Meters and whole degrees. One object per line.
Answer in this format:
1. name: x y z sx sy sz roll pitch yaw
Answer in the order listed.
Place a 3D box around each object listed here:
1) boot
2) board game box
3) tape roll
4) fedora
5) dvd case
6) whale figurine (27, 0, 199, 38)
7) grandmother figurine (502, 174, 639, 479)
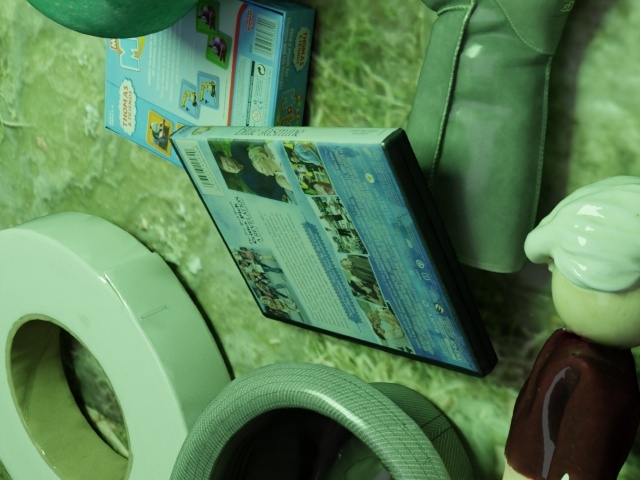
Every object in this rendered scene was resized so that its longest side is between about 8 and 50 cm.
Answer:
1. boot: 0.073 -0.103 0.606 0.189 0.076 0.208 34 133 34
2. board game box: -0.100 -0.135 0.778 0.211 0.039 0.160 28 123 34
3. tape roll: -0.239 0.160 0.989 0.392 0.072 0.392 17 118 36
4. fedora: 0.015 0.206 0.730 0.244 0.124 0.275 45 124 20
5. dvd case: 0.000 0.000 0.678 0.253 0.022 0.180 9 132 51
6. whale figurine: -0.091 -0.231 0.646 0.272 0.216 0.141 -18 122 23
7. grandmother figurine: 0.142 0.130 0.551 0.104 0.208 0.342 11 99 -4
